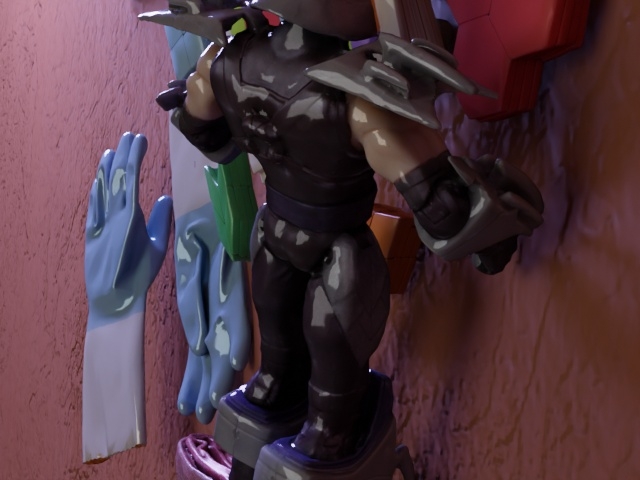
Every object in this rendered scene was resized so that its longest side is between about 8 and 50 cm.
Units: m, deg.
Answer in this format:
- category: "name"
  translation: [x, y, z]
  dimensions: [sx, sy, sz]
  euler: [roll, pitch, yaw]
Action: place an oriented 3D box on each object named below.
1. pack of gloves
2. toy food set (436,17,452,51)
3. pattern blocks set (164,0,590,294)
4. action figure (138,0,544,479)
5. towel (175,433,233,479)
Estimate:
- category: "pack of gloves"
  translation: [-0.092, 0.020, 0.936]
  dimensions: [0.195, 0.046, 0.232]
  euler: [-23, 63, 48]
- category: "toy food set"
  translation: [0.031, -0.182, 0.666]
  dimensions: [0.132, 0.038, 0.192]
  euler: [-159, 75, -66]
- category: "pattern blocks set"
  translation: [-0.003, -0.112, 0.686]
  dimensions: [0.325, 0.026, 0.285]
  euler: [-53, 49, 52]
- category: "action figure"
  translation: [0.000, 0.000, 0.590]
  dimensions: [0.185, 0.099, 0.285]
  euler: [33, 128, 47]
- category: "towel"
  translation: [-0.057, 0.296, 0.787]
  dimensions: [0.237, 0.037, 0.329]
  euler: [-157, 73, -67]
